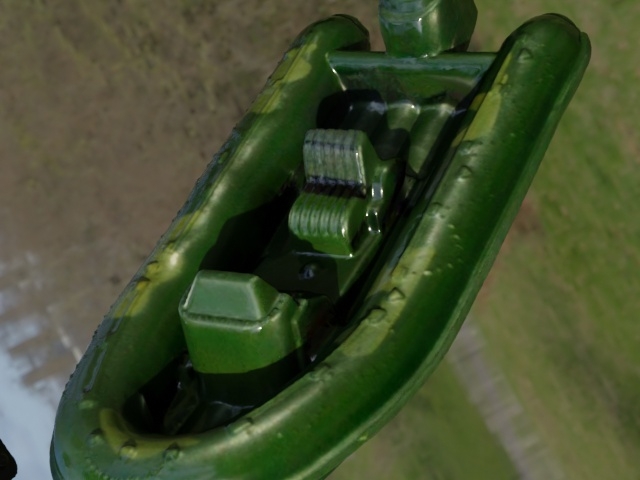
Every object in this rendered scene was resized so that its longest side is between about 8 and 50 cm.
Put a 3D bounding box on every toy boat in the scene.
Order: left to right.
[{"bbox_3d":[0.000,0.000,0.430,0.104,0.210,0.052,8,138,31],"label":"toy boat"}]

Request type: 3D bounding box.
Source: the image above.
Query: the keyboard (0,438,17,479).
[{"bbox_3d":[-0.265,0.153,0.793,0.017,0.250,0.087,-32,91,49],"label":"keyboard"}]
